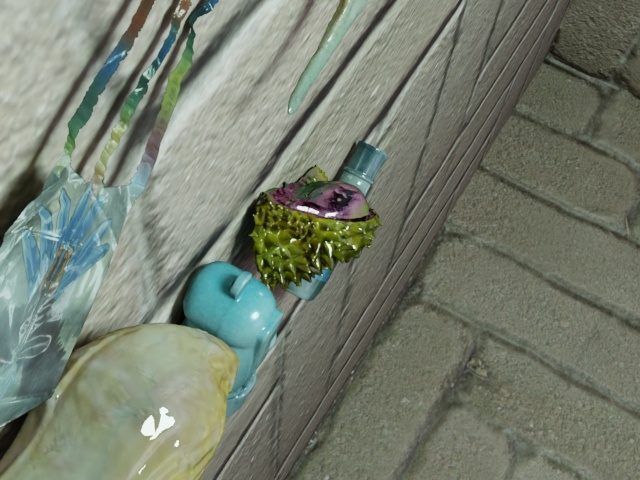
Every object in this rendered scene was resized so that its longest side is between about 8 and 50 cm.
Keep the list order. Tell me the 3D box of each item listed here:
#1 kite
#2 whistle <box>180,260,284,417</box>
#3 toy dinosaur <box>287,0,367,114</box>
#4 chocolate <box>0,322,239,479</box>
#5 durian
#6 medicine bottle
[{"bbox_3d":[-0.130,-0.028,0.523,0.169,0.015,0.309,7,106,-80],"label":"kite"},{"bbox_3d":[-0.098,0.113,0.914,0.186,0.093,0.274,-53,170,-40],"label":"whistle"},{"bbox_3d":[0.076,-0.262,0.739,0.393,0.092,0.205,-47,162,-11],"label":"toy dinosaur"},{"bbox_3d":[-0.172,0.174,0.637,0.309,0.134,0.134,-50,166,-28],"label":"chocolate"},{"bbox_3d":[0.003,0.000,0.959,0.187,0.108,0.118,-39,138,-68],"label":"durian"},{"bbox_3d":[0.018,-0.024,1.169,0.208,0.054,0.090,-61,169,1],"label":"medicine bottle"}]
